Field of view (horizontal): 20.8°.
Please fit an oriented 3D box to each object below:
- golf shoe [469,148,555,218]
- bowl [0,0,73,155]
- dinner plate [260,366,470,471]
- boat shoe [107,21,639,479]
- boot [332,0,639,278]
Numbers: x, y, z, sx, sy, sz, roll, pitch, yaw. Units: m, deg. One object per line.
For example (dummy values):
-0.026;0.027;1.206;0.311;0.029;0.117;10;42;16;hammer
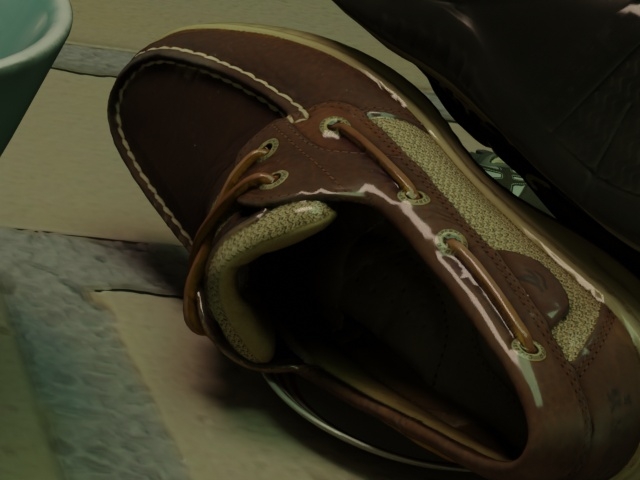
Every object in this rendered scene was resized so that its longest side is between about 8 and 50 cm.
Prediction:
0.084;-0.006;0.933;0.094;0.077;0.198;30;26;33;golf shoe
-0.262;-0.042;0.660;0.311;0.163;0.311;14;20;-5;bowl
0.038;0.071;0.787;0.141;0.017;0.141;12;21;-5;dinner plate
0.000;0.000;0.757;0.123;0.123;0.342;-5;36;-46;boat shoe
0.140;-0.076;0.867;0.377;0.138;0.284;49;5;39;boot
